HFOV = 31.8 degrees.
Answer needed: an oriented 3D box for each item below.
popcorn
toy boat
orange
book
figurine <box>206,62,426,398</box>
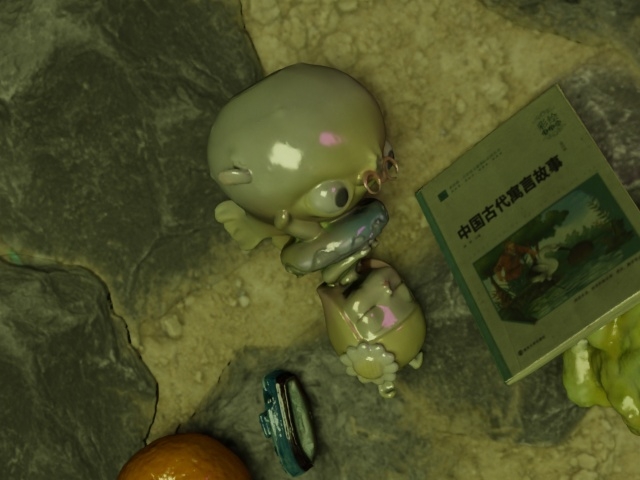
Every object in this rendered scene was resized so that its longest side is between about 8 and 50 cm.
[{"bbox_3d":[0.372,0.085,1.166,0.255,0.195,0.256,-23,57,40],"label":"popcorn"},{"bbox_3d":[-0.043,0.227,1.385,0.061,0.060,0.137,-13,98,41],"label":"toy boat"},{"bbox_3d":[-0.167,0.324,1.375,0.178,0.155,0.177,-12,59,20],"label":"orange"},{"bbox_3d":[0.230,-0.011,1.199,0.215,0.025,0.282,-38,48,17],"label":"book"},{"bbox_3d":[0.000,0.000,1.296,0.275,0.226,0.394,-14,109,47],"label":"figurine"}]
